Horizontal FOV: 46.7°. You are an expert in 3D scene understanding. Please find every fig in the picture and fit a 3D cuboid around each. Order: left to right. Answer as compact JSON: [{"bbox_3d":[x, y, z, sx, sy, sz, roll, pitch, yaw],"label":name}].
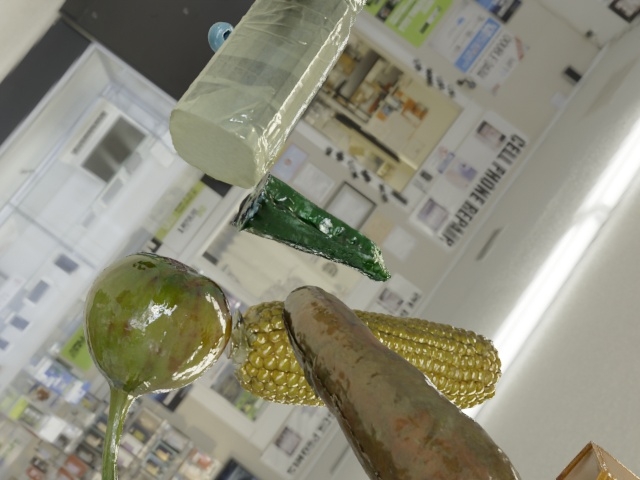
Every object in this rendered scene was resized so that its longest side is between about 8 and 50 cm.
[{"bbox_3d":[-0.182,0.137,0.744,0.149,0.149,0.245,132,-24,-87],"label":"fig"}]

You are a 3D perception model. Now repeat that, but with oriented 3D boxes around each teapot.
[{"bbox_3d":[-0.033,-0.148,0.561,0.107,0.077,0.200,96,21,-60],"label":"teapot"}]

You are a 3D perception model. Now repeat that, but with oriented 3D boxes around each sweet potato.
[{"bbox_3d":[0.037,0.105,0.484,0.075,0.273,0.075,-19,130,-24],"label":"sweet potato"}]

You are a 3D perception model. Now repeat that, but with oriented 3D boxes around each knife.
[{"bbox_3d":[-0.150,-0.269,1.314,0.058,0.032,0.244,-51,143,-37],"label":"knife"}]

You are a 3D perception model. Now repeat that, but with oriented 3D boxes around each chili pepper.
[{"bbox_3d":[0.000,0.000,0.987,0.088,0.227,0.059,-56,-163,13],"label":"chili pepper"}]

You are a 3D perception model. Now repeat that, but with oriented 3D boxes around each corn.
[{"bbox_3d":[0.058,0.165,1.018,0.144,0.387,0.144,-169,-90,-72],"label":"corn"}]

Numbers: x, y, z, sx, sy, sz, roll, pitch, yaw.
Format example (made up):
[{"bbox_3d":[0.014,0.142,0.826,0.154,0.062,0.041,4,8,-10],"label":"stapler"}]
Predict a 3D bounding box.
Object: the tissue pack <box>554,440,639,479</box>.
[{"bbox_3d":[0.392,0.426,0.921,0.194,0.274,0.145,-53,169,10],"label":"tissue pack"}]
